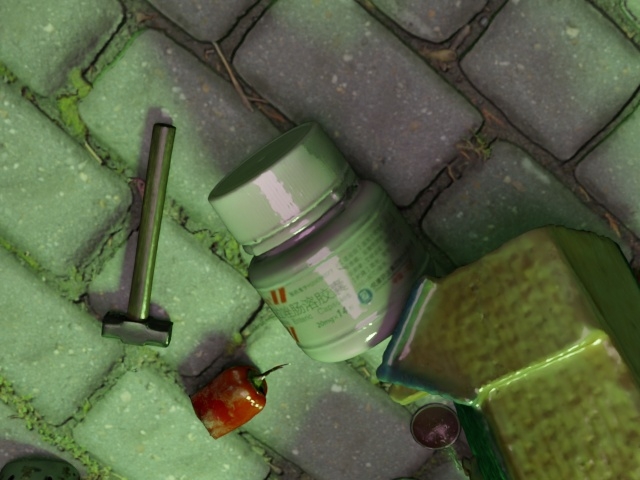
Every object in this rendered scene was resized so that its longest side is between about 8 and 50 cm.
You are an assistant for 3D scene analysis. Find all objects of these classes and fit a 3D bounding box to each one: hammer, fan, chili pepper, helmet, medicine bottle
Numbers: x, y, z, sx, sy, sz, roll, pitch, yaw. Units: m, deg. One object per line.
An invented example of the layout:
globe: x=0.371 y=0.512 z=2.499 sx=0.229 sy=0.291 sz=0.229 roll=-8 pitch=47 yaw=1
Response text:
hammer: x=-0.269 y=-0.005 z=1.804 sx=0.111 sy=0.043 sz=0.365 roll=11 pitch=107 yaw=0
fan: x=0.203 y=0.331 z=1.904 sx=0.085 sy=0.005 sz=0.133 roll=-27 pitch=104 yaw=10
chili pepper: x=-0.127 y=0.246 z=1.856 sx=0.192 sy=0.084 sz=0.086 roll=-34 pitch=136 yaw=15
helmet: x=-0.484 y=0.464 z=1.933 sx=0.153 sy=0.107 sz=0.177 roll=-1 pitch=107 yaw=1
medicine bottle: x=0.000 y=0.000 z=1.684 sx=0.241 sy=0.241 sz=0.302 roll=-33 pitch=103 yaw=13

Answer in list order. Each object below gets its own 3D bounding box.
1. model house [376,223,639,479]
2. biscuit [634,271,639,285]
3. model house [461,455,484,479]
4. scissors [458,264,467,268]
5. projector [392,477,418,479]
model house: x=0.308 y=0.214 z=1.642 sx=0.342 sy=0.334 sz=0.382 roll=-31 pitch=72 yaw=25
biscuit: x=0.537 y=0.212 z=1.804 sx=0.290 sy=0.062 sz=0.237 roll=36 pitch=95 yaw=-10
model house: x=0.391 y=0.445 z=1.809 sx=0.326 sy=0.244 sz=0.169 roll=25 pitch=104 yaw=-6
scissors: x=0.331 y=0.153 z=1.830 sx=0.317 sy=0.024 sz=0.160 roll=44 pitch=105 yaw=-9
projector: x=0.170 y=0.574 z=1.857 sx=0.248 sy=0.249 sz=0.248 roll=26 pitch=107 yaw=-5
